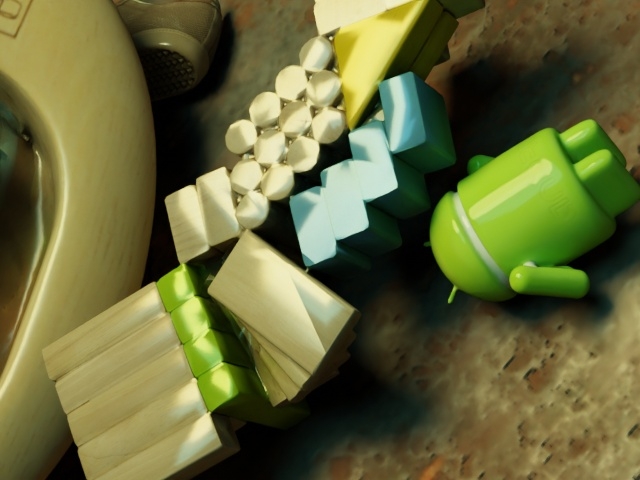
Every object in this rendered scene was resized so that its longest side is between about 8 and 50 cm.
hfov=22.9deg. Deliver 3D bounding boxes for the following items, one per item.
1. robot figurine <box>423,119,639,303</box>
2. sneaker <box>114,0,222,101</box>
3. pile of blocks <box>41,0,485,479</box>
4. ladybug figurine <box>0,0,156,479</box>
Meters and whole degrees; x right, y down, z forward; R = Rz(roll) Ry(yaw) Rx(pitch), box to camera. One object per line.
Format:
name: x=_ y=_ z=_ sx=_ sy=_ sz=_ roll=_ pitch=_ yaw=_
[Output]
robot figurine: x=0.107 y=-0.013 z=0.823 sx=0.115 sy=0.067 sz=0.101 roll=-34 pitch=43 yaw=16
sneaker: x=-0.147 y=-0.129 z=1.097 sx=0.188 sy=0.066 sz=0.071 roll=-2 pitch=46 yaw=30
pile of blocks: x=0.000 y=0.000 z=0.877 sx=0.149 sy=0.112 sz=0.362 roll=39 pitch=98 yaw=30
ladybug figurine: x=-0.264 y=0.005 z=0.975 sx=0.162 sy=0.305 sz=0.449 roll=140 pitch=152 yaw=-73
